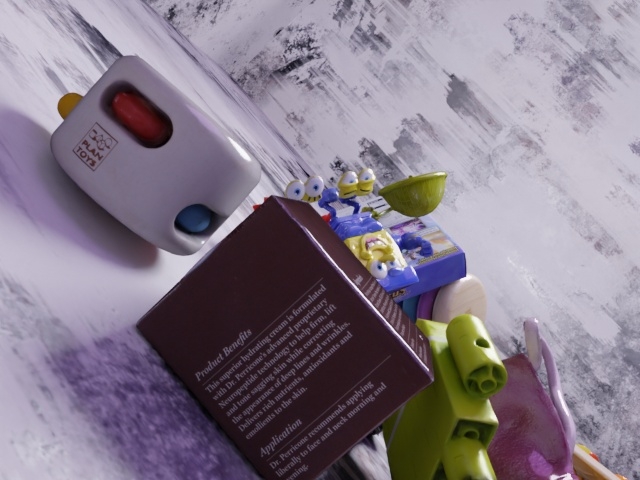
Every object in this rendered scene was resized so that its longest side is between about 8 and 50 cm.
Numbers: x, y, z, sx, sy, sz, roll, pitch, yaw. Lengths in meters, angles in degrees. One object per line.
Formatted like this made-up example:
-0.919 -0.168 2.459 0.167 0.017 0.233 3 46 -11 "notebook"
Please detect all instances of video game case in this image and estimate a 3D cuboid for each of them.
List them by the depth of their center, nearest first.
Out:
0.080 0.024 1.131 0.244 0.269 0.061 -121 -165 -55 "video game case"

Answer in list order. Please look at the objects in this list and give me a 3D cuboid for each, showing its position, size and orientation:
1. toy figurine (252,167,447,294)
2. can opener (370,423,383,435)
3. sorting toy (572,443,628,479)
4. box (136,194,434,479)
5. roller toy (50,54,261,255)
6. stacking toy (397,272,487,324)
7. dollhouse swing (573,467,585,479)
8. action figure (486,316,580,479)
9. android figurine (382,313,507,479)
0.074 0.029 0.984 0.362 0.191 0.217 -11 69 -37 "toy figurine"
0.056 0.221 0.810 0.186 0.059 0.073 6 69 -65 "can opener"
0.561 0.482 1.301 0.193 0.038 0.208 37 -17 25 "sorting toy"
-0.021 0.088 0.601 0.203 0.168 0.167 49 8 5 "box"
-0.176 -0.084 0.675 0.209 0.146 0.191 41 -1 -28 "roller toy"
0.139 0.108 1.210 0.330 0.141 0.141 9 -24 45 "stacking toy"
0.505 0.447 1.080 0.347 0.305 0.315 46 38 -12 "dollhouse swing"
0.296 0.330 0.790 0.248 0.275 0.370 44 6 -45 "action figure"
0.120 0.195 0.676 0.056 0.248 0.273 12 23 -7 "android figurine"
